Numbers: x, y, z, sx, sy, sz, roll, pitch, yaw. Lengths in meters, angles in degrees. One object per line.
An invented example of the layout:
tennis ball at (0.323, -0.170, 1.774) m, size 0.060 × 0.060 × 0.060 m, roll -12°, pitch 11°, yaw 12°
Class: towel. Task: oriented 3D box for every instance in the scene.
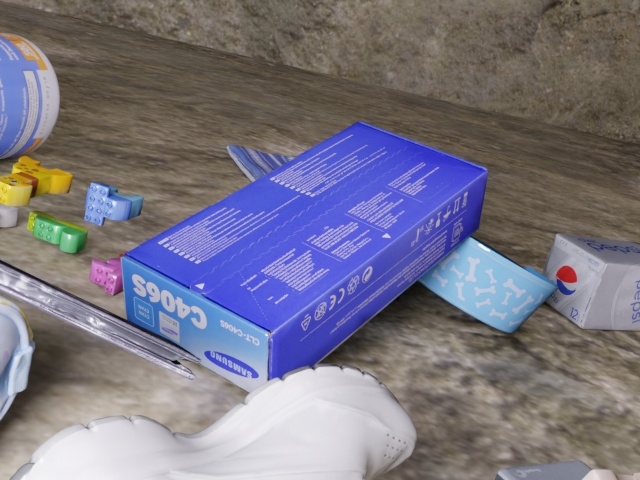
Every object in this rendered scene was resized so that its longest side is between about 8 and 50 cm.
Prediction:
towel at (0.047, -0.086, 1.445) m, size 0.336 × 0.040 × 0.243 m, roll 7°, pitch 18°, yaw -25°

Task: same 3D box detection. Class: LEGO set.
LEGO set at (-0.260, -0.024, 0.894) m, size 0.227 × 0.087 × 0.093 m, roll 19°, pitch 17°, yaw 13°

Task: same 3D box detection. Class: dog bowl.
dog bowl at (0.140, 0.012, 1.101) m, size 0.166 × 0.074 × 0.297 m, roll 25°, pitch 9°, yaw -39°

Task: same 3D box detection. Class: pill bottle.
pill bottle at (-0.428, -0.155, 1.041) m, size 0.152 × 0.152 × 0.272 m, roll 21°, pitch 17°, yaw 17°

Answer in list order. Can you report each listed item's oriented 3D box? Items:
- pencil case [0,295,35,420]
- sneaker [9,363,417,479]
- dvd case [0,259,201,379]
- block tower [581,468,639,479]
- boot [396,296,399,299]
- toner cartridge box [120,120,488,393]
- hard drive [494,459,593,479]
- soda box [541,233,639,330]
pencil case at (-0.314, 0.041, 0.592) m, size 0.273 × 0.113 × 0.124 m, roll 21°, pitch 31°, yaw 19°
sneaker at (-0.037, 0.159, 0.540) m, size 0.297 × 0.111 × 0.129 m, roll -10°, pitch 46°, yaw -47°
dvd case at (-0.171, 0.048, 0.663) m, size 0.164 × 0.018 × 0.221 m, roll 27°, pitch -9°, yaw -11°
block tower at (0.299, 0.209, 0.601) m, size 0.335 × 0.097 × 0.091 m, roll 8°, pitch 41°, yaw -23°
boot at (0.031, 0.030, 1.057) m, size 0.121 × 0.045 × 0.099 m, roll 11°, pitch 17°, yaw -30°
toner cartridge box at (0.000, 0.000, 0.881) m, size 0.165 × 0.075 × 0.348 m, roll 24°, pitch 38°, yaw 30°
hard drive at (0.202, 0.209, 0.686) m, size 0.094 × 0.022 × 0.135 m, roll 4°, pitch 21°, yaw -34°
soda box at (0.426, 0.059, 1.237) m, size 0.286 × 0.091 × 0.098 m, roll 5°, pitch 20°, yaw -30°
